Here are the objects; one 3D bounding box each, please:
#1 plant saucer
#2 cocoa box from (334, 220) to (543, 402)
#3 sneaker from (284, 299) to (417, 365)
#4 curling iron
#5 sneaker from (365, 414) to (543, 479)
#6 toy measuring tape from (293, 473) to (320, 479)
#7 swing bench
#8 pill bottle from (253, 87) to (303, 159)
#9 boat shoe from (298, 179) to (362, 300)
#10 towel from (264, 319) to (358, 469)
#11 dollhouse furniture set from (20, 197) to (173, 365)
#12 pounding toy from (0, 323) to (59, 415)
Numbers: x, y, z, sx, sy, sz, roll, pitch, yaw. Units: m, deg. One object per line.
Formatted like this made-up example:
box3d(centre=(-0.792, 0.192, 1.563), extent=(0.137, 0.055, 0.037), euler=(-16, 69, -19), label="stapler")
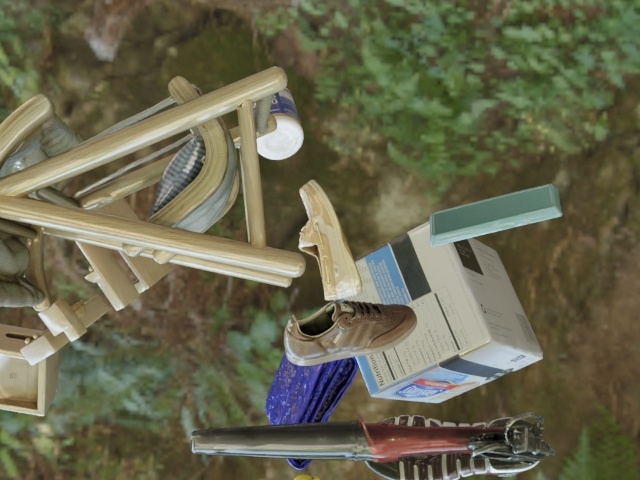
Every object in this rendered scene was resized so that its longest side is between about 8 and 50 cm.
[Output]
box3d(centre=(0.247, -0.039, 1.572), extent=(0.192, 0.067, 0.018), euler=(-14, 127, 16), label="plant saucer")
box3d(centre=(0.203, 0.135, 1.910), extent=(0.228, 0.231, 0.347), euler=(-28, 160, 18), label="cocoa box")
box3d(centre=(0.043, 0.112, 1.455), extent=(0.188, 0.071, 0.066), euler=(-17, -142, -16), label="sneaker")
box3d(centre=(0.041, 0.145, 0.814), extent=(0.274, 0.035, 0.068), euler=(2, 157, -3), label="curling iron")
box3d(centre=(0.214, 0.338, 1.715), extent=(0.281, 0.106, 0.162), euler=(-2, 161, 18), label="sneaker")
box3d(centre=(0.075, 0.501, 1.762), extent=(0.330, 0.121, 0.121), euler=(49, 167, 1), label="toy measuring tape")
box3d(centre=(-0.151, -0.032, 0.909), extent=(0.254, 0.165, 0.253), euler=(-6, 178, -4), label="swing bench")
box3d(centre=(-0.065, -0.168, 1.456), extent=(0.067, 0.120, 0.067), euler=(-7, 132, -8), label="pill bottle")
box3d(centre=(0.000, 0.000, 1.429), extent=(0.059, 0.170, 0.063), euler=(-19, 157, -7), label="boat shoe")
box3d(centre=(-0.032, 0.268, 2.024), extent=(0.076, 0.228, 0.308), euler=(27, -178, -13), label="towel")
box3d(centre=(-0.297, 0.042, 1.322), extent=(0.151, 0.123, 0.144), euler=(-30, -172, 34), label="dollhouse furniture set")
box3d(centre=(-0.481, 0.182, 1.707), extent=(0.141, 0.130, 0.100), euler=(10, -154, 2), label="pounding toy")
